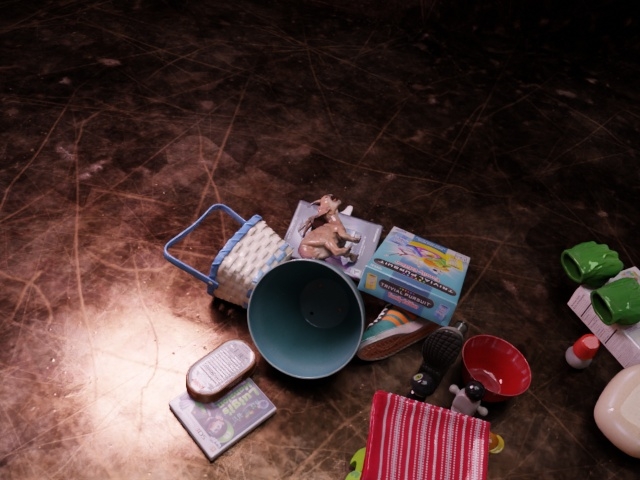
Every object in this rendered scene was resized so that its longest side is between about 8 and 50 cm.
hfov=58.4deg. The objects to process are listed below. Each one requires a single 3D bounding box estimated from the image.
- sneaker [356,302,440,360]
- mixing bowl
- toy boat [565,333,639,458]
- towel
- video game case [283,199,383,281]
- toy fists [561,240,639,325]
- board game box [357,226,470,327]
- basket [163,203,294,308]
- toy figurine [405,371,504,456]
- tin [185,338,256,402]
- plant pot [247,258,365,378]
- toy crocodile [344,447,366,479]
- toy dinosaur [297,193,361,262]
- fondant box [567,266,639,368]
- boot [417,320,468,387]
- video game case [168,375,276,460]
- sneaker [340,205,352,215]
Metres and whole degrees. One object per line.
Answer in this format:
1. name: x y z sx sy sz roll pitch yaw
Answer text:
1. sneaker: 0.193 0.225 1.540 0.302 0.108 0.121 -15 49 -34
2. mixing bowl: 0.433 0.344 1.464 0.181 0.098 0.182 9 41 -8
3. toy boat: 0.778 0.379 1.474 0.267 0.148 0.318 -33 61 -14
4. towel: 0.224 0.441 1.193 0.274 0.031 0.199 17 63 -6
5. video game case: 0.034 0.000 1.738 0.274 0.026 0.196 18 64 6
6. toy fists: 0.818 0.120 1.636 0.142 0.096 0.279 -15 51 -8
7. board game box: 0.276 0.089 1.620 0.253 0.079 0.336 23 25 11
8. basket: -0.243 0.039 1.553 0.288 0.201 0.255 36 48 7
9. toy figurine: 0.301 0.422 1.332 0.209 0.148 0.213 5 45 -6
10. tin: -0.239 0.311 1.385 0.106 0.040 0.189 36 51 28
11. plant pot: -0.015 0.178 1.453 0.290 0.290 0.195 23 11 11
12. toy crocodile: 0.092 0.592 1.164 0.115 0.105 0.341 29 45 -27
13. toy dinosaur: 0.000 0.000 1.618 0.200 0.127 0.295 29 36 15
14. fondant box: 0.930 0.248 1.661 0.238 0.096 0.330 -14 51 -22
15. boot: 0.321 0.252 1.437 0.083 0.247 0.161 32 53 19
16. video game case: -0.230 0.392 1.347 0.190 0.022 0.173 -30 58 -33
17. sneaker: 0.061 -0.065 1.825 0.061 0.054 0.152 20 47 13
